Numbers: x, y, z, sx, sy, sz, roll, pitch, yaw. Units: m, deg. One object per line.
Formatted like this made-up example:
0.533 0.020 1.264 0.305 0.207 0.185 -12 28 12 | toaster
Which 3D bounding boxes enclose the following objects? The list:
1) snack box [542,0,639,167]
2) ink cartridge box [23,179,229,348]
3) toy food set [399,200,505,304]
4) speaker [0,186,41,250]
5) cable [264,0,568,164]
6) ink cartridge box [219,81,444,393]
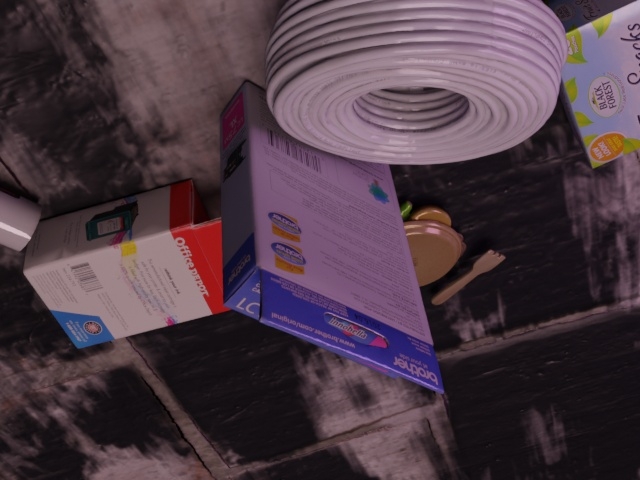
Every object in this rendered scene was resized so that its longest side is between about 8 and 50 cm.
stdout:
0.328 -0.185 0.815 0.207 0.070 0.174 -23 132 15 | snack box
-0.180 0.022 0.918 0.230 0.078 0.134 -15 133 4 | ink cartridge box
0.105 0.009 0.986 0.192 0.039 0.132 22 133 -33 | toy food set
-0.351 -0.039 0.851 0.136 0.055 0.055 28 122 -30 | speaker
0.080 -0.140 0.729 0.257 0.089 0.257 5 164 -9 | cable
0.000 0.000 0.768 0.185 0.311 0.065 26 122 -28 | ink cartridge box
